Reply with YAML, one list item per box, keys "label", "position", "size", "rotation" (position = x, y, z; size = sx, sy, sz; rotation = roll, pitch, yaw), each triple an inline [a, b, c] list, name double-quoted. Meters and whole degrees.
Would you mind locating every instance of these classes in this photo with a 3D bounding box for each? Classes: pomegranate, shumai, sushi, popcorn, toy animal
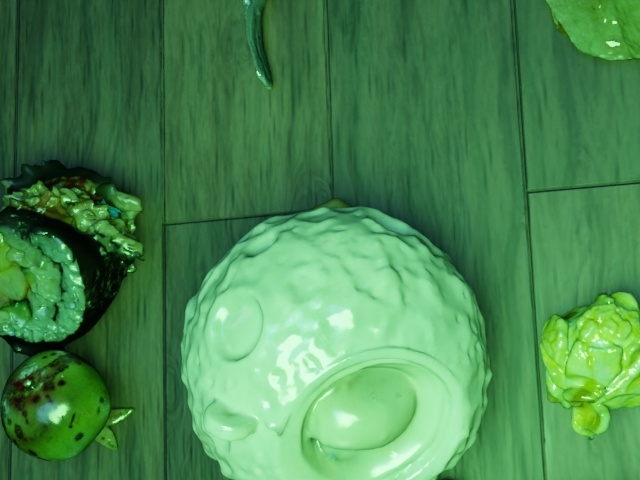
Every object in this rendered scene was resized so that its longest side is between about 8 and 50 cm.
- label: "pomegranate"
  position: [-0.334, 0.214, 1.112]
  size: [0.148, 0.169, 0.148]
  rotation: [-2, 83, 16]
- label: "shumai"
  position: [0.360, -0.319, 0.995]
  size: [0.201, 0.201, 0.120]
  rotation: [38, 54, 18]
- label: "sushi"
  position: [-0.358, 0.010, 1.146]
  size: [0.238, 0.219, 0.225]
  rotation: [24, 128, -7]
- label: "popcorn"
  position: [0.314, 0.128, 0.936]
  size: [0.135, 0.141, 0.162]
  rotation: [2, 44, 20]
- label: "toy animal"
  position: [-0.114, -0.406, 1.171]
  size: [0.206, 0.081, 0.367]
  rotation: [15, 92, 21]

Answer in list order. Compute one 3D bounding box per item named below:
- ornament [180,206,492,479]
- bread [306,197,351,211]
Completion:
- label: "ornament"
  position: [0.012, 0.123, 0.936]
  size: [0.337, 0.337, 0.337]
  rotation: [-2, 82, 17]
- label: "bread"
  position: [0.000, 0.000, 1.093]
  size: [0.115, 0.056, 0.082]
  rotation: [-30, 53, 9]
